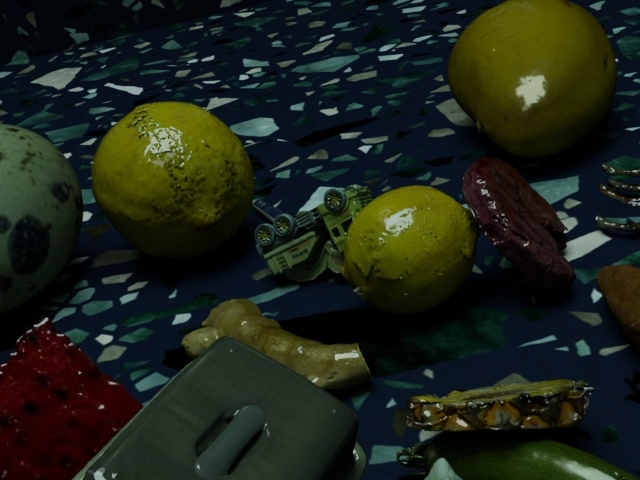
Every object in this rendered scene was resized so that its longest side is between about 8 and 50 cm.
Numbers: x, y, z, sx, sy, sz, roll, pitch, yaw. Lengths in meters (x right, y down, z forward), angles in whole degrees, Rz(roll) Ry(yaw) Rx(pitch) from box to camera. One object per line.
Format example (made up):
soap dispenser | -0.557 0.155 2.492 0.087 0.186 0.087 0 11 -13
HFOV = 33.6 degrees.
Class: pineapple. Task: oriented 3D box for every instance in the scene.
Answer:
pineapple | 0.188 0.178 1.113 0.221 0.047 0.221 -6 -6 -1

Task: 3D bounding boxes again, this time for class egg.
egg | -0.533 -0.030 1.692 0.287 0.288 0.379 -9 32 8

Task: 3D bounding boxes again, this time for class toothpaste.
toothpaste | -0.085 -0.047 1.822 0.037 0.021 0.140 -23 29 -21

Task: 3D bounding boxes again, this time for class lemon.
lemon | -0.246 -0.101 1.736 0.258 0.258 0.310 -23 28 -20
lemon | 0.125 0.011 1.432 0.206 0.173 0.173 -22 27 -8

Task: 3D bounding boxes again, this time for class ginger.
ginger | -0.055 0.138 1.381 0.298 0.065 0.118 11 48 42

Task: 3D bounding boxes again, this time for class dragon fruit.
dragon fruit | -0.352 0.285 1.206 0.329 0.228 0.286 -49 7 -23

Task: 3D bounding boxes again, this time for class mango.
mango | 0.372 -0.291 1.881 0.301 0.221 0.445 -3 31 15

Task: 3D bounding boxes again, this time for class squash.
squash | 0.220 0.237 1.050 0.318 0.080 0.071 12 -4 39

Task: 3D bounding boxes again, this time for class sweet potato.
sweet potato | 0.400 0.087 1.243 0.097 0.097 0.252 -17 28 -9

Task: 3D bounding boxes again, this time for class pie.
pie | 0.271 -0.026 1.444 0.054 0.204 0.219 -41 3 25

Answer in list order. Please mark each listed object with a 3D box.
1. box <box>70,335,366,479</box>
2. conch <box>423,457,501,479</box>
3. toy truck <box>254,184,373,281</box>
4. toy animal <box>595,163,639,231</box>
box | -0.102 0.242 1.011 0.220 0.166 0.290 29 40 12
conch | 0.126 0.262 1.001 0.233 0.114 0.137 -5 13 29
toy truck | 0.000 0.000 1.575 0.191 0.116 0.085 -26 -5 24
toy animal | 0.547 -0.081 1.557 0.260 0.087 0.243 1 42 23
